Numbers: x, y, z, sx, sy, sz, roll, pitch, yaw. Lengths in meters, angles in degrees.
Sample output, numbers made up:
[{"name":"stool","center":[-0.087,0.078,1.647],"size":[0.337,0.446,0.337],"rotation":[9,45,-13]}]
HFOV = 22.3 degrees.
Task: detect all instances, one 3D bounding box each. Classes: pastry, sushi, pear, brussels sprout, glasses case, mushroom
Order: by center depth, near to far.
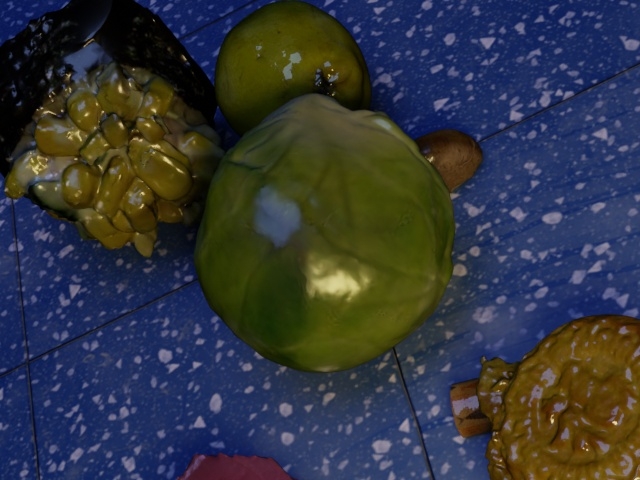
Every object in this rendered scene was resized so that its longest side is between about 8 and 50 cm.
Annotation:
[{"name":"pastry","center":[0.295,0.207,1.693],"size":[0.235,0.132,0.240],"rotation":[-24,50,27]},{"name":"glasses case","center":[0.232,0.170,1.829],"size":[0.170,0.041,0.064],"rotation":[-16,49,18]},{"name":"brussels sprout","center":[0.000,0.000,1.957],"size":[0.344,0.268,0.344],"rotation":[-1,55,1]},{"name":"mushroom","center":[0.108,-0.080,2.081],"size":[0.210,0.094,0.072],"rotation":[-24,42,6]},{"name":"pear","center":[-0.043,-0.219,2.200],"size":[0.212,0.212,0.269],"rotation":[-46,25,-10]},{"name":"sushi","center":[-0.294,-0.126,2.202],"size":[0.329,0.328,0.285],"rotation":[-22,57,12]}]

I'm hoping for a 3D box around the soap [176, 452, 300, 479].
[{"name":"soap","center":[-0.070,0.340,1.834],"size":[0.162,0.099,0.250],"rotation":[-49,45,-3]}]
